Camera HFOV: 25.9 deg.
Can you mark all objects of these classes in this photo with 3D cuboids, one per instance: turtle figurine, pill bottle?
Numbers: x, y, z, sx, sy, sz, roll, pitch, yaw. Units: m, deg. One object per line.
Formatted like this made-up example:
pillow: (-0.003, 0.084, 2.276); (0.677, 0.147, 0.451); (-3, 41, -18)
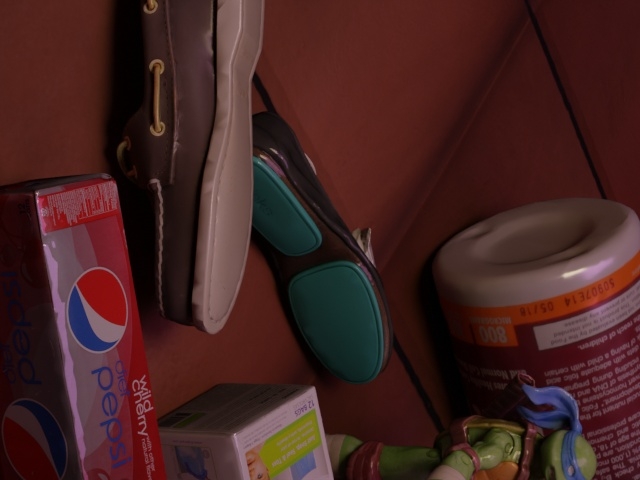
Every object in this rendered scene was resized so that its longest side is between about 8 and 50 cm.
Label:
turtle figurine: (0.105, 0.258, 1.219); (0.198, 0.266, 0.275); (-2, 89, -54)
pill bottle: (0.272, 0.172, 1.494); (0.224, 0.224, 0.392); (-38, 117, -48)

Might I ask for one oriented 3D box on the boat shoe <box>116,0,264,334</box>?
boat shoe: (-0.106, -0.089, 1.100); (0.116, 0.096, 0.324); (37, 56, -79)

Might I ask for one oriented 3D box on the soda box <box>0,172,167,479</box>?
soda box: (-0.182, 0.088, 0.984); (0.083, 0.092, 0.263); (-18, 102, -53)

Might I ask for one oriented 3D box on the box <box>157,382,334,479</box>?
box: (-0.056, 0.231, 1.138); (0.114, 0.103, 0.203); (-25, 108, -52)

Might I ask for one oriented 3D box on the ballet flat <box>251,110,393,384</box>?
ballet flat: (0.000, 0.000, 1.247); (0.280, 0.095, 0.096); (63, 30, -30)
